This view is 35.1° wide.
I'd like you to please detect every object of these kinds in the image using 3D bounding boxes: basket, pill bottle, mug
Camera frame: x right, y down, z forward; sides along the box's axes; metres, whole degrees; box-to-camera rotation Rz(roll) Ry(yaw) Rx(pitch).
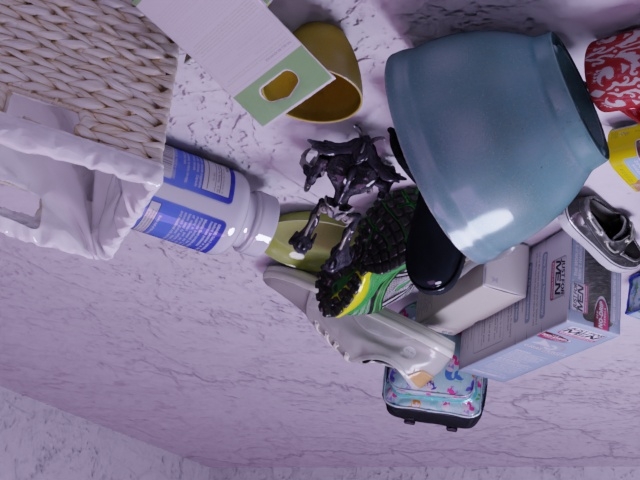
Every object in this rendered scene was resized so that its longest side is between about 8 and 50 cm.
[{"bbox_3d":[-0.386,-0.171,1.382,0.328,0.266,0.331,17,154,-19],"label":"basket"},{"bbox_3d":[-0.213,-0.064,1.706,0.272,0.152,0.152,20,154,-24],"label":"pill bottle"},{"bbox_3d":[0.413,-0.197,1.219,0.169,0.150,0.113,-6,159,39],"label":"mug"}]

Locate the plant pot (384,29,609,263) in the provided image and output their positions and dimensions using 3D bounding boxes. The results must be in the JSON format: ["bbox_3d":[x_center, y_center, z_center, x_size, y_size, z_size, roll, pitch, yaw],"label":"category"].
[{"bbox_3d":[0.237,-0.141,1.263,0.196,0.293,0.293,-23,144,23],"label":"plant pot"}]

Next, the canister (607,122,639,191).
[{"bbox_3d":[0.507,-0.128,1.427,0.170,0.073,0.126,-11,149,40],"label":"canister"}]

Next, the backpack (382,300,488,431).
[{"bbox_3d":[0.246,0.248,2.132,0.225,0.254,0.191,7,152,11],"label":"backpack"}]

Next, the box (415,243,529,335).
[{"bbox_3d":[0.285,0.089,1.937,0.094,0.113,0.275,17,156,-17],"label":"box"}]

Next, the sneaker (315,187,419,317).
[{"bbox_3d":[0.131,0.021,1.800,0.146,0.134,0.343,3,148,-36],"label":"sneaker"}]

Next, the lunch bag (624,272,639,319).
[{"bbox_3d":[0.655,0.101,1.861,0.128,0.096,0.151,13,165,-11],"label":"lunch bag"}]

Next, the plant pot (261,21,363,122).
[{"bbox_3d":[-0.006,-0.230,1.335,0.134,0.095,0.134,6,156,3],"label":"plant pot"}]

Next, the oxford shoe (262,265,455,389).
[{"bbox_3d":[0.052,0.166,2.009,0.449,0.130,0.169,25,178,30],"label":"oxford shoe"}]

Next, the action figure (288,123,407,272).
[{"bbox_3d":[0.038,-0.088,1.599,0.164,0.141,0.276,20,129,-5],"label":"action figure"}]

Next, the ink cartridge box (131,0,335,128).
[{"bbox_3d":[-0.101,-0.263,1.246,0.235,0.056,0.171,41,145,-17],"label":"ink cartridge box"}]

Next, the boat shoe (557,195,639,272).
[{"bbox_3d":[0.486,-0.009,1.692,0.219,0.078,0.070,28,150,-35],"label":"boat shoe"}]

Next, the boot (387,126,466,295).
[{"bbox_3d":[0.152,-0.067,1.471,0.094,0.247,0.207,4,159,26],"label":"boot"}]

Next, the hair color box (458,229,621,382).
[{"bbox_3d":[0.402,0.128,1.890,0.113,0.185,0.374,16,155,-17],"label":"hair color box"}]

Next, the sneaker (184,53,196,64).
[{"bbox_3d":[-0.157,-0.259,1.398,0.037,0.032,0.083,24,152,-30],"label":"sneaker"}]

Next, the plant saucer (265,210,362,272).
[{"bbox_3d":[0.000,0.000,1.919,0.240,0.037,0.241,7,157,3],"label":"plant saucer"}]

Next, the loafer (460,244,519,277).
[{"bbox_3d":[0.247,0.003,1.801,0.087,0.094,0.251,33,143,-22],"label":"loafer"}]
